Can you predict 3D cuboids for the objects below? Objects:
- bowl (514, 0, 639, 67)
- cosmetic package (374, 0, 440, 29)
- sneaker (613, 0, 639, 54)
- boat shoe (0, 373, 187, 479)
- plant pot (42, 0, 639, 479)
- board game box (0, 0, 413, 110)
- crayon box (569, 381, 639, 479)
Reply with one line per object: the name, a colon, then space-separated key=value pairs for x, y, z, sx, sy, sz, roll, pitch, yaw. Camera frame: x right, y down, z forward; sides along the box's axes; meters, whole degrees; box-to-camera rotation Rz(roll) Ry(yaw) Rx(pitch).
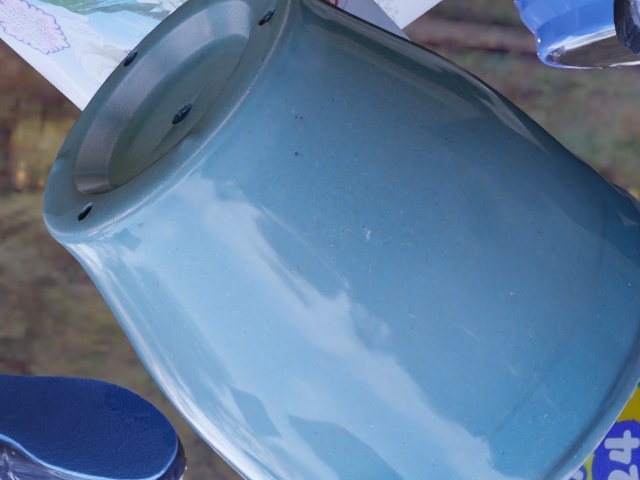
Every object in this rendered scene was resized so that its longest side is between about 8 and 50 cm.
bowl: x=0.358 y=-0.213 z=1.425 sx=0.391 sy=0.077 sz=0.391 roll=-8 pitch=178 yaw=0
cosmetic package: x=0.002 y=-0.395 z=1.866 sx=0.394 sy=0.327 sz=0.329 roll=-35 pitch=174 yaw=3
sneaker: x=0.297 y=-0.179 z=0.860 sx=0.330 sy=0.147 sz=0.130 roll=-31 pitch=168 yaw=-5
boat shoe: x=-0.205 y=0.158 z=1.320 sx=0.258 sy=0.089 sz=0.109 roll=13 pitch=-135 yaw=34
plant pot: x=0.000 y=0.000 z=0.921 sx=0.255 sy=0.271 sz=0.272 roll=41 pitch=165 yaw=-26
board game box: x=-0.076 y=-0.137 z=1.341 sx=0.318 sy=0.066 sz=0.319 roll=-7 pitch=139 yaw=48
crayon box: x=0.132 y=0.148 z=1.043 sx=0.083 sy=0.203 sz=0.323 roll=13 pitch=163 yaw=-31
